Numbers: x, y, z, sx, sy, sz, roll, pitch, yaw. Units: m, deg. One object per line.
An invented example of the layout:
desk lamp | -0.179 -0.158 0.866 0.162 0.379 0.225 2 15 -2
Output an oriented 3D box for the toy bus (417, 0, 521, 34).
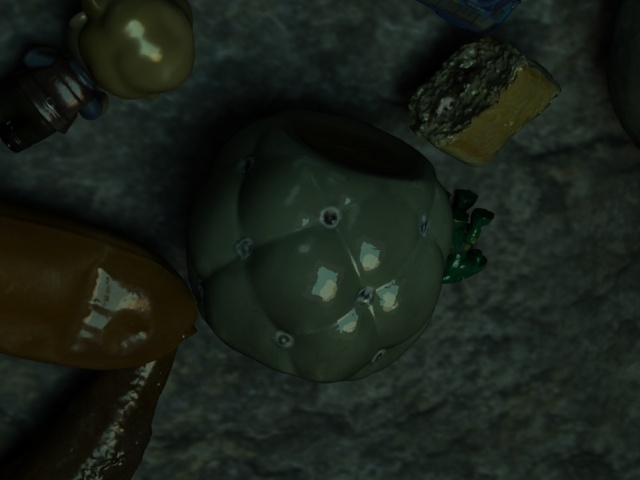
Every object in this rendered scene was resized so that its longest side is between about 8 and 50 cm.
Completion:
toy bus | 0.107 -0.238 1.736 0.153 0.051 0.061 24 120 -33

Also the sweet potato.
sweet potato | -0.236 0.207 1.823 0.341 0.092 0.114 -41 110 3

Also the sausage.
sausage | -0.267 0.033 1.693 0.354 0.116 0.134 20 95 -35

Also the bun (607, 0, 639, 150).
bun | 0.449 -0.166 1.830 0.362 0.211 0.362 -10 120 -18

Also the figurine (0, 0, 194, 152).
figurine | -0.194 -0.147 1.637 0.196 0.108 0.114 -34 103 16

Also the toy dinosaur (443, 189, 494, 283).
toy dinosaur | 0.116 0.003 1.882 0.132 0.059 0.096 -2 125 -32

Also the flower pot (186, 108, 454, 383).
flower pot | 0.000 0.000 1.715 0.246 0.246 0.195 7 116 -27

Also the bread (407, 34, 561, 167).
bread | 0.147 -0.132 1.789 0.125 0.082 0.106 -43 156 14
